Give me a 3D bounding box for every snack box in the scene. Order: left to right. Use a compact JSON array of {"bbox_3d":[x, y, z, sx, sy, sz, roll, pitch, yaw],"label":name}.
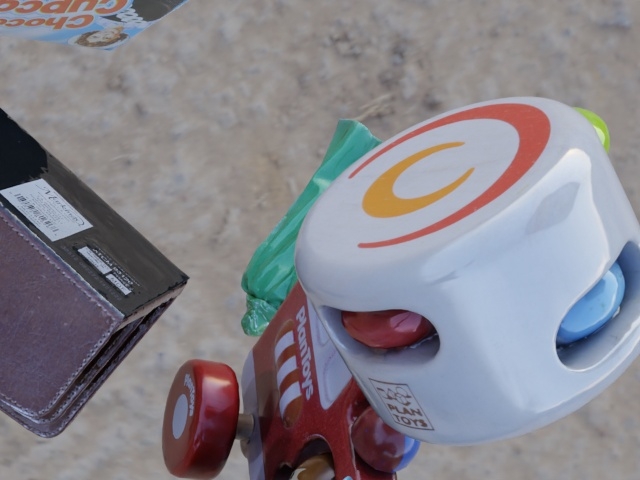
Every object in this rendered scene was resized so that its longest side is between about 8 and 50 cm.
[{"bbox_3d":[-0.258,-0.241,1.325,0.322,0.187,0.060,2,71,-45],"label":"snack box"}]

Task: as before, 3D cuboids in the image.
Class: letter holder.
[{"bbox_3d":[-0.303,0.022,1.251,0.302,0.152,0.214,42,108,4],"label":"letter holder"}]

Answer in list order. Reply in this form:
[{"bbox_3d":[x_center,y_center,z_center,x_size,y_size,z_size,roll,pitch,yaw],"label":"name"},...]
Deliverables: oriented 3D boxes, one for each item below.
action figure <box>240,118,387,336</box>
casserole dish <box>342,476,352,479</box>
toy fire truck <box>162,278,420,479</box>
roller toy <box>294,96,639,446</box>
[{"bbox_3d":[0.000,0.000,1.460,0.232,0.137,0.063,-49,142,-15],"label":"action figure"},{"bbox_3d":[-0.033,0.168,0.541,0.037,0.114,0.188,37,99,7],"label":"casserole dish"},{"bbox_3d":[-0.006,0.160,1.196,0.169,0.254,0.302,12,44,-20],"label":"toy fire truck"},{"bbox_3d":[0.093,0.022,0.899,0.209,0.191,0.146,-24,114,11],"label":"roller toy"}]
